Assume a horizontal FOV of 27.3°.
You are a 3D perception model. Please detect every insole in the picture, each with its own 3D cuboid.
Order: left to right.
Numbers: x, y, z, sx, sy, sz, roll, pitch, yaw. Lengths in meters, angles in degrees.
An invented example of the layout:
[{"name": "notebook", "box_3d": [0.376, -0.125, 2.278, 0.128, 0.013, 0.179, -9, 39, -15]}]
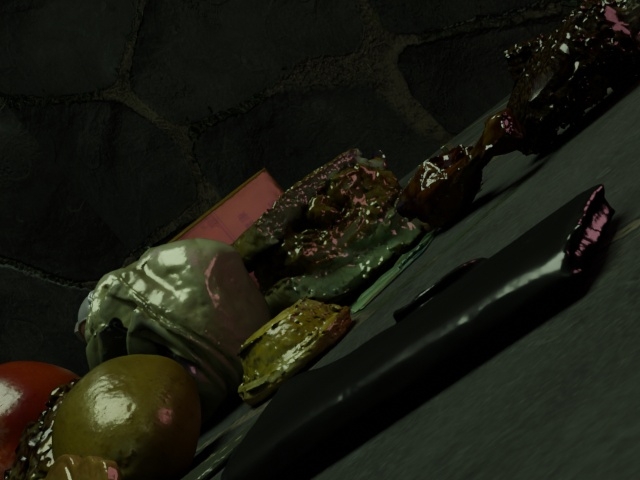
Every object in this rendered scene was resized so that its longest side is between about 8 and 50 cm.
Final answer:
[{"name": "insole", "box_3d": [-0.117, 0.249, 1.474, 0.248, 0.011, 0.081, -40, 3, 10]}]

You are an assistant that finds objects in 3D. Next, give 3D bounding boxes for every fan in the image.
[{"name": "fan", "box_3d": [0.102, 0.046, 1.882, 0.131, 0.009, 0.240, -41, 2, 42]}]

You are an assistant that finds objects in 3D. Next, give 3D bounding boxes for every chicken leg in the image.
[{"name": "chicken leg", "box_3d": [0.201, -0.095, 1.831, 0.113, 0.093, 0.304, -54, 5, -26]}]

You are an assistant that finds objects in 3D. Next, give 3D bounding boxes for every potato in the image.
[{"name": "potato", "box_3d": [-0.229, 0.252, 1.622, 0.203, 0.178, 0.158, -25, 21, -9]}]

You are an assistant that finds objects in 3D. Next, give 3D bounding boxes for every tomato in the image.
[{"name": "tomato", "box_3d": [-0.520, 0.369, 2.335, 0.321, 0.321, 0.321, -40, 2, 2]}]

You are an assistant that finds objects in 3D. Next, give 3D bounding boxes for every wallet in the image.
[{"name": "wallet", "box_3d": [0.082, 0.081, 1.069, 0.377, 0.051, 0.197, -37, 4, 29]}]

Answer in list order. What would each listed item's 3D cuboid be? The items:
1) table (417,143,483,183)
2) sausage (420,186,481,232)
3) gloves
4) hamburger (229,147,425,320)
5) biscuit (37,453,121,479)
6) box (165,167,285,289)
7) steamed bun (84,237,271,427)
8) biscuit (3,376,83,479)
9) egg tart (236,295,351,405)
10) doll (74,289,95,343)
[{"name": "table", "box_3d": [0.206, -0.104, 2.105, 0.062, 0.083, 0.079, -39, 3, -1]}, {"name": "sausage", "box_3d": [0.198, -0.053, 2.007, 0.116, 0.026, 0.026, -41, 3, -18]}, {"name": "gloves", "box_3d": [0.361, -0.250, 1.804, 0.312, 0.135, 0.210, -43, 12, -2]}, {"name": "hamburger", "box_3d": [0.000, 0.000, 2.089, 0.318, 0.195, 0.277, -38, -1, -23]}, {"name": "biscuit", "box_3d": [-0.305, 0.331, 1.560, 0.040, 0.144, 0.236, 4, -32, -39]}, {"name": "box", "box_3d": [-0.183, 0.089, 2.409, 0.415, 0.264, 0.116, -42, 5, -27]}, {"name": "steamed bun", "box_3d": [-0.220, 0.163, 1.942, 0.206, 0.275, 0.320, -62, -17, -52]}, {"name": "biscuit", "box_3d": [-0.411, 0.349, 1.915, 0.289, 0.081, 0.334, -53, 19, 40]}, {"name": "egg tart", "box_3d": [-0.043, 0.135, 1.729, 0.191, 0.074, 0.191, -38, 1, 1]}, {"name": "doll", "box_3d": [-0.274, 0.118, 2.145, 0.287, 0.151, 0.151, -8, 16, 23]}]
